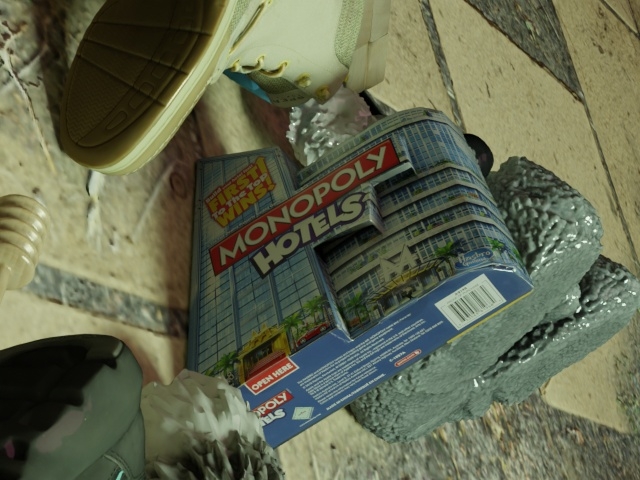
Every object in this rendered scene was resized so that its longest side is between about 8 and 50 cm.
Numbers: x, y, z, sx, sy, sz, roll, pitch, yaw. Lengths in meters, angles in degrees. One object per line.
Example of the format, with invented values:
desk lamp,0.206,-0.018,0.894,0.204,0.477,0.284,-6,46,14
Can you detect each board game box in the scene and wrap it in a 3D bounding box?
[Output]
board game box,0.000,0.000,0.882,0.060,0.194,0.194,46,16,-41

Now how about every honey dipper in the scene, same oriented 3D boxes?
honey dipper,-0.152,0.043,0.673,0.030,0.030,0.160,51,32,-32

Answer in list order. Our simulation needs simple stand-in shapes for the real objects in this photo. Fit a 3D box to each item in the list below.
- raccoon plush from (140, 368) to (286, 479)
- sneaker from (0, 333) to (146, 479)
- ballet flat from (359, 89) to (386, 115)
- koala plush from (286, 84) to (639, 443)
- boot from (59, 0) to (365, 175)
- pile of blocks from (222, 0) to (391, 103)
raccoon plush,0.056,0.218,0.607,0.216,0.299,0.446,18,52,-60
sneaker,-0.132,0.131,0.541,0.267,0.101,0.106,-43,126,-55
ballet flat,0.033,-0.108,1.171,0.173,0.049,0.057,54,26,-27
koala plush,0.064,-0.001,1.030,0.221,0.203,0.196,55,5,29
boot,-0.052,-0.108,0.881,0.213,0.077,0.165,-62,153,-11
pile of blocks,-0.075,-0.181,0.976,0.113,0.149,0.362,33,-4,30
